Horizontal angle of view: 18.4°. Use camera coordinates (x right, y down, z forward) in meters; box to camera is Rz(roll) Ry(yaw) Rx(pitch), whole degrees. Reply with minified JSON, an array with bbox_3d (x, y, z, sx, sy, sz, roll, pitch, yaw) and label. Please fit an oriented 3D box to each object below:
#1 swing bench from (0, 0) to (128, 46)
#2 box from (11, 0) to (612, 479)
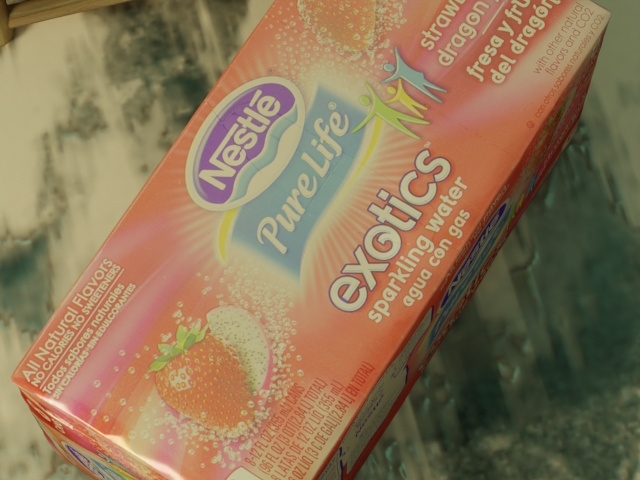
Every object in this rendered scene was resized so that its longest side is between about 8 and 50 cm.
[{"bbox_3d":[-0.079,-0.242,0.977,0.253,0.254,0.165,-14,72,-5],"label":"swing bench"},{"bbox_3d":[0.000,0.000,0.950,0.142,0.154,0.300,31,75,10],"label":"box"}]
